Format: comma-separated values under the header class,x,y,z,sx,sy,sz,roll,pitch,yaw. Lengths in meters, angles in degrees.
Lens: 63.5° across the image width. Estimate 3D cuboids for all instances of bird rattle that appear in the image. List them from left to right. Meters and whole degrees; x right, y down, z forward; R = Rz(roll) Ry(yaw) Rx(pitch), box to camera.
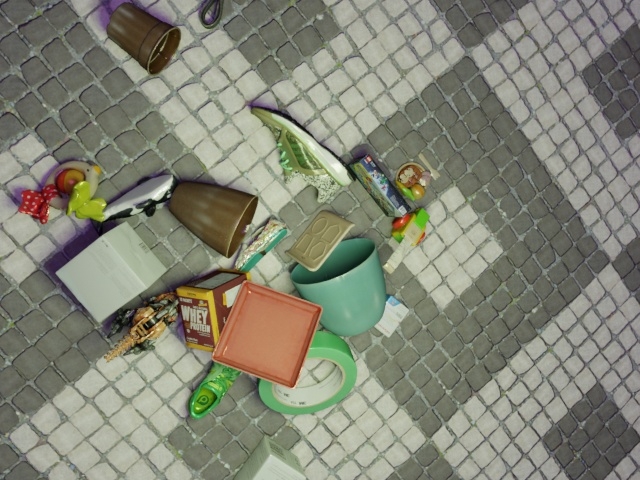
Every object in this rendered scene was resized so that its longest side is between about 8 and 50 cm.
class,x,y,z,sx,sy,sz,roll,pitch,yaw
bird rattle,-0.755,-0.142,1.544,0.253,0.143,0.207,3,64,20

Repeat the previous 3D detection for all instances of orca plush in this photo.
class,x,y,z,sx,sy,sz,roll,pitch,yaw
orca plush,-0.556,-0.095,1.599,0.287,0.151,0.102,-37,131,-12

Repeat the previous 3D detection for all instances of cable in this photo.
class,x,y,z,sx,sy,sz,roll,pitch,yaw
cable,-0.303,-0.814,1.639,0.139,0.072,0.287,42,83,-6

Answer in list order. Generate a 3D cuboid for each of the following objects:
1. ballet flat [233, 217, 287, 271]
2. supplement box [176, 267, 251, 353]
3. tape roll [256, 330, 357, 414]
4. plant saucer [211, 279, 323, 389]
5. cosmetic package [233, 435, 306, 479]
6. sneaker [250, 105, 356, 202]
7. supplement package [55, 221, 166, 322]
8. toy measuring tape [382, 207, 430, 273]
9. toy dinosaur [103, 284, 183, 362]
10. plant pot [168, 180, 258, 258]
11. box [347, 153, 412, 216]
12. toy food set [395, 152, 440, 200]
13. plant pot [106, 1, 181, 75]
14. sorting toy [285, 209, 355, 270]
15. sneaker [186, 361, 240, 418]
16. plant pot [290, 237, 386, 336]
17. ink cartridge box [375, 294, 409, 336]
class,x,y,z,sx,sy,sz,roll,pitch,yaw
ballet flat,-0.210,0.021,1.702,0.077,0.091,0.241,42,77,19
supplement box,-0.313,0.210,1.587,0.194,0.129,0.192,-26,115,-54
tape roll,-0.043,0.431,1.667,0.320,0.077,0.322,-7,126,-9
plant saucer,-0.153,0.278,1.532,0.258,0.048,0.259,19,68,4
cosmetic package,-0.170,0.782,1.696,0.151,0.151,0.184,38,85,-12
sneaker,-0.084,-0.273,1.687,0.410,0.158,0.182,40,101,-7
supplement package,-0.614,0.091,1.532,0.203,0.149,0.194,-33,101,16
toy measuring tape,0.272,0.002,1.754,0.121,0.121,0.330,46,54,-11
toy dinosaur,-0.525,0.242,1.551,0.321,0.218,0.165,-14,78,-53
plant pot,-0.343,-0.089,1.608,0.230,0.215,0.216,25,87,1
box,0.195,-0.180,1.735,0.044,0.159,0.233,-41,100,-6
toy food set,0.329,-0.211,1.826,0.192,0.038,0.132,-43,100,-8
plant pot,-0.537,-0.613,1.557,0.165,0.167,0.167,33,85,-4
sorting toy,0.000,0.000,1.689,0.208,0.193,0.038,-47,124,-8
sneaker,-0.321,0.449,1.661,0.109,0.123,0.296,32,85,-12
plant pot,0.079,0.164,1.669,0.292,0.293,0.235,-26,108,-11
ink cartridge box,0.237,0.265,1.818,0.088,0.052,0.122,39,82,-11
